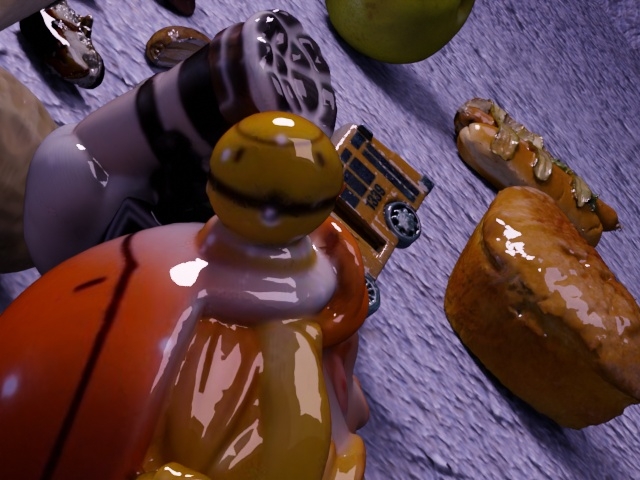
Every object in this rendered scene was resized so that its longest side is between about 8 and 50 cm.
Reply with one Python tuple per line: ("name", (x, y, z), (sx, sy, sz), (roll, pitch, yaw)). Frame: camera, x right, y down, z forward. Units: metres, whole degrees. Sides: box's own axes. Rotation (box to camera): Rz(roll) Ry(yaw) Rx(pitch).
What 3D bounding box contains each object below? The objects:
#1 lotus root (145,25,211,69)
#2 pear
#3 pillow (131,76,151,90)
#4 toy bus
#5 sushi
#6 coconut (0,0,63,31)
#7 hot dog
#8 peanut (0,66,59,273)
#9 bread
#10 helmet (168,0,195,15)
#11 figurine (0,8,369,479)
("lotus root", (-0.124, -0.171, 1.459), (0.030, 0.037, 0.083), (47, 19, 15))
("pear", (0.071, -0.300, 1.929), (0.216, 0.180, 0.166), (24, 47, 25))
("pillow", (-0.049, -0.034, 1.310), (0.255, 0.059, 0.169), (43, 19, -9))
("toy bus", (0.000, 0.000, 1.206), (0.103, 0.091, 0.182), (43, 43, -9))
("sushi", (-0.195, -0.153, 1.268), (0.083, 0.044, 0.046), (53, 20, 26))
("coconut", (-0.239, -0.281, 1.086), (0.323, 0.323, 0.323), (39, 20, -18))
("hot dog", (0.255, -0.077, 1.991), (0.269, 0.072, 0.109), (35, 24, -23))
("peanut", (-0.247, -0.078, 0.912), (0.298, 0.120, 0.136), (39, 0, -27))
("bread", (0.189, 0.053, 1.521), (0.134, 0.129, 0.260), (22, 29, -47))
("helmet", (-0.145, -0.279, 1.584), (0.123, 0.070, 0.098), (42, 19, -7))
("figurine", (-0.073, 0.076, 0.784), (0.196, 0.320, 0.323), (6, 43, -7))
